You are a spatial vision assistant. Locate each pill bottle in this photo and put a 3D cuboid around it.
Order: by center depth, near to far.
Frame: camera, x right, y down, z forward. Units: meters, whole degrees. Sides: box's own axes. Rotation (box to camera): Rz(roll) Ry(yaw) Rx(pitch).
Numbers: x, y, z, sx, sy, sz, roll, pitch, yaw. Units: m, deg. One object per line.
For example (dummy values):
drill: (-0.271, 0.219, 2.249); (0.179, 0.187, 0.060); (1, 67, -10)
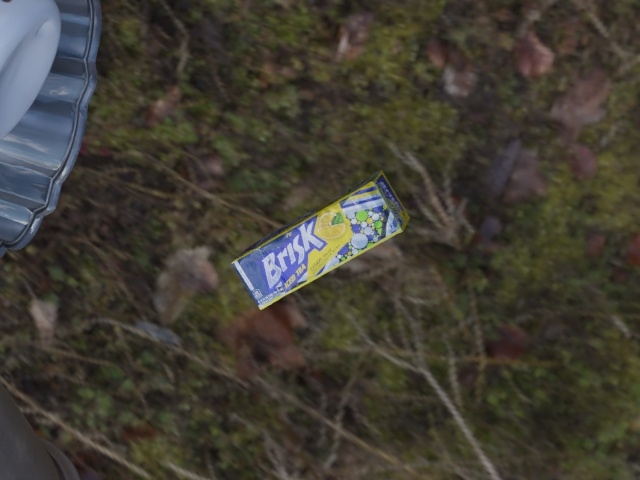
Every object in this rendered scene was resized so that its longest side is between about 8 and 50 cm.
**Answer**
pill bottle: (-0.289, -0.156, 1.000); (0.215, 0.117, 0.117); (29, 89, 6)

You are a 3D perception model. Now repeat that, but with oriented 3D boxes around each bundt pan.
bundt pan: (-0.341, -0.154, 1.474); (0.124, 0.331, 0.331); (11, 100, -33)

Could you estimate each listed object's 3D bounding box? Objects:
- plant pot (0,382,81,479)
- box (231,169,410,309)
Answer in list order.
plant pot: (-0.362, 0.227, 1.457); (0.263, 0.263, 0.229); (-24, 132, -23)
box: (0.000, 0.000, 1.487); (0.169, 0.054, 0.059); (-30, 96, 17)
